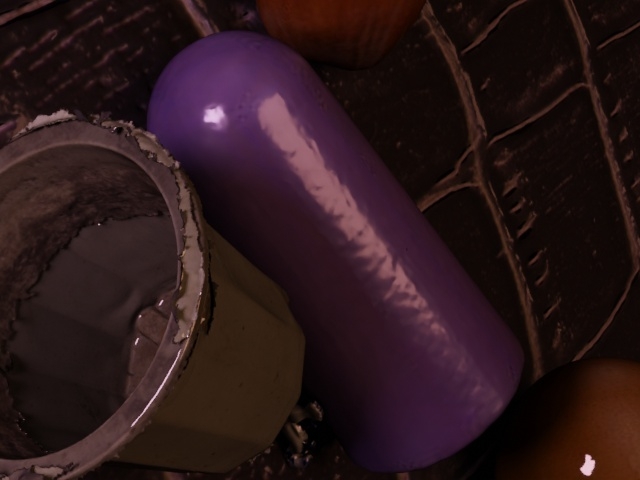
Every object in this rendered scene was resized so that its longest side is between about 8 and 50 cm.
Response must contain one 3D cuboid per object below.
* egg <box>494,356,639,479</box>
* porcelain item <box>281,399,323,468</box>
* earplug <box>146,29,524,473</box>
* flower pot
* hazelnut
[{"bbox_3d":[0.358,0.305,1.485,0.351,0.282,0.282,60,44,-23],"label":"egg"},{"bbox_3d":[-0.027,0.169,1.216,0.021,0.075,0.136,-48,120,-42],"label":"porcelain item"},{"bbox_3d":[0.000,0.000,1.196,0.456,0.215,0.215,54,46,-23],"label":"earplug"},{"bbox_3d":[-0.151,0.068,0.970,0.259,0.290,0.290,31,60,-57],"label":"flower pot"},{"bbox_3d":[0.039,-0.282,1.286,0.210,0.186,0.210,9,72,-29],"label":"hazelnut"}]
